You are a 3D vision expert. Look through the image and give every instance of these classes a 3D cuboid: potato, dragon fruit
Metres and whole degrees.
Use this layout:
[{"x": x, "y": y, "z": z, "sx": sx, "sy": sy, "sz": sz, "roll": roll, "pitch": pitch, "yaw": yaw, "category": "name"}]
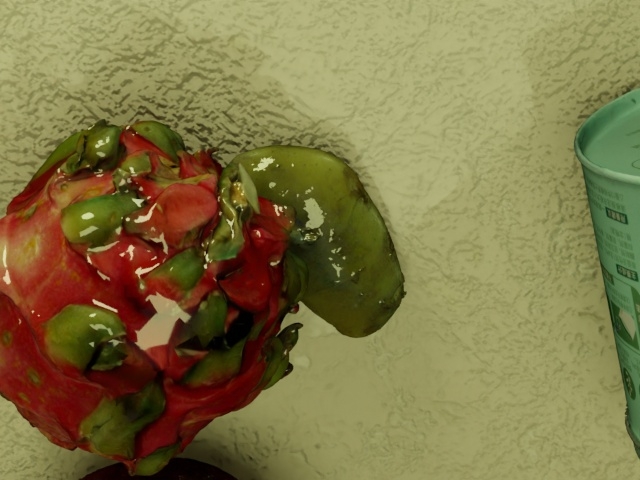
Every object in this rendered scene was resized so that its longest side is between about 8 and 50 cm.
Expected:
[{"x": 0.000, "y": 0.000, "z": 1.308, "sx": 0.105, "sy": 0.085, "sz": 0.188, "roll": -24, "pitch": 114, "yaw": 24, "category": "potato"}, {"x": -0.137, "y": 0.046, "z": 1.210, "sx": 0.231, "sy": 0.237, "sz": 0.302, "roll": 41, "pitch": 147, "yaw": 13, "category": "dragon fruit"}]

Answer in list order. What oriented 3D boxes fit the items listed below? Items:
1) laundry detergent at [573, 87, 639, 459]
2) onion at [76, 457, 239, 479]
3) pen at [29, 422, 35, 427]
[{"x": 0.354, "y": 0.042, "z": 1.224, "sx": 0.287, "sy": 0.287, "sz": 0.305, "roll": -13, "pitch": 110, "yaw": 3, "category": "laundry detergent"}, {"x": -0.127, "y": 0.308, "z": 1.320, "sx": 0.276, "sy": 0.276, "sz": 0.276, "roll": 0, "pitch": 110, "yaw": -1, "category": "onion"}, {"x": -0.139, "y": 0.099, "z": 1.370, "sx": 0.239, "sy": 0.028, "sz": 0.028, "roll": -24, "pitch": 109, "yaw": 8, "category": "pen"}]
